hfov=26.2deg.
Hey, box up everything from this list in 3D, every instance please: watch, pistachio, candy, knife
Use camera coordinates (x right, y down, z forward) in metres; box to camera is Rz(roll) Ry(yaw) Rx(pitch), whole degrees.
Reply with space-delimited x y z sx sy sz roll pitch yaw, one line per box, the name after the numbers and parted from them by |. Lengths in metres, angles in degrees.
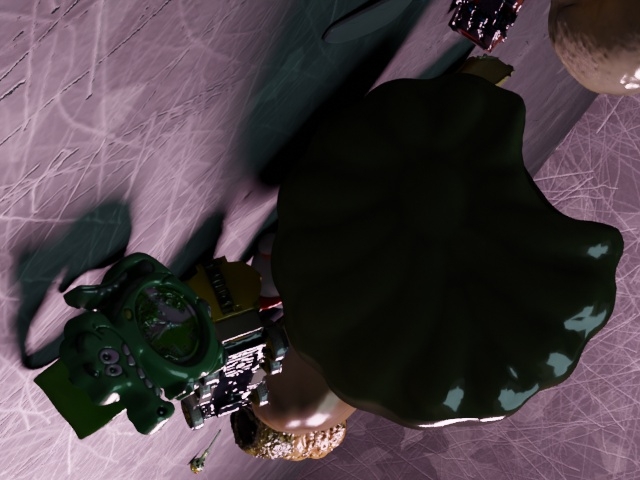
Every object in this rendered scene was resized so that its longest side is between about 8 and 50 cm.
-0.177 0.099 1.143 0.152 0.131 0.165 -33 -173 40 | watch
-0.002 0.164 2.010 0.166 0.197 0.288 -2 -140 39 | pistachio
-0.186 0.345 2.253 0.083 0.025 0.023 -56 -147 -4 | candy
0.075 -0.217 1.251 0.244 0.032 0.058 -35 172 -38 | knife

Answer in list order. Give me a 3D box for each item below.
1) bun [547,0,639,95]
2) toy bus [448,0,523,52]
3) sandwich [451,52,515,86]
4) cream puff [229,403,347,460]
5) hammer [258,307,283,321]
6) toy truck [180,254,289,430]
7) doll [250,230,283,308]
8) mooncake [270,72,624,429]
0.421 -0.345 1.676 0.365 0.219 0.365 -39 -170 8 | bun
0.199 -0.289 1.401 0.096 0.073 0.235 -53 174 -33 | toy bus
0.117 -0.113 1.732 0.245 0.063 0.212 -41 171 -34 | sandwich
-0.065 0.263 2.139 0.169 0.183 0.183 -8 146 -34 | cream puff
-0.077 0.107 1.765 0.290 0.037 0.137 -41 167 -39 | hammer
-0.103 0.108 1.436 0.098 0.114 0.227 -18 158 -18 | toy truck
0.000 0.000 1.543 0.245 0.076 0.142 -43 138 -8 | doll
0.111 0.016 1.358 0.351 0.351 0.187 -49 173 -3 | mooncake
